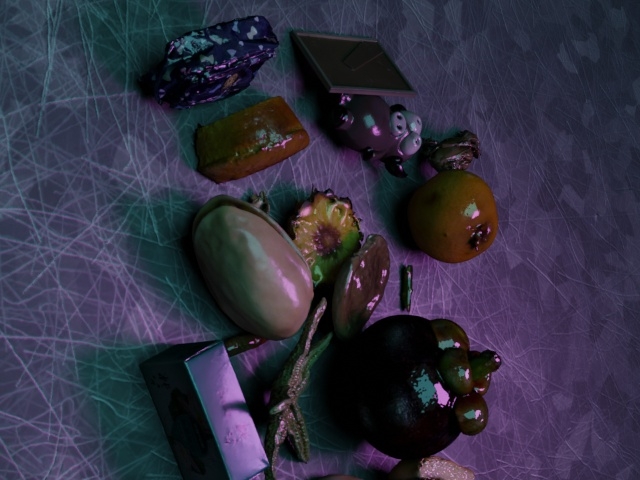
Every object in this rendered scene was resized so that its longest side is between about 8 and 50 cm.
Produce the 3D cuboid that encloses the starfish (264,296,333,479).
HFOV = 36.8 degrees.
[{"bbox_3d":[-0.049,0.298,1.805,0.358,0.078,0.347,-60,154,-57],"label":"starfish"}]

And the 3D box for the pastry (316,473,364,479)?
[{"bbox_3d":[0.042,0.582,1.861,0.265,0.133,0.265,3,85,-41],"label":"pastry"}]

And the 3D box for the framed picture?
[{"bbox_3d":[0.072,-0.374,2.043,0.250,0.016,0.184,-5,52,-41],"label":"framed picture"}]

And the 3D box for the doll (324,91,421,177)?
[{"bbox_3d":[0.120,-0.244,2.060,0.257,0.117,0.182,21,62,-33],"label":"doll"}]

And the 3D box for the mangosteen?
[{"bbox_3d":[0.194,0.284,1.921,0.300,0.300,0.300,7,79,-39],"label":"mangosteen"}]

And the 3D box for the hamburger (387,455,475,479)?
[{"bbox_3d":[0.241,0.545,1.994,0.245,0.282,0.155,10,63,0],"label":"hamburger"}]

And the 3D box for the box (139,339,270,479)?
[{"bbox_3d":[-0.203,0.305,1.682,0.092,0.153,0.245,-27,99,-39],"label":"box"}]

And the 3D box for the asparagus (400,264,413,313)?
[{"bbox_3d":[0.192,0.108,2.127,0.025,0.021,0.108,10,78,-34],"label":"asparagus"}]

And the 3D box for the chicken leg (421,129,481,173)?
[{"bbox_3d":[0.317,-0.212,2.218,0.196,0.125,0.080,-23,125,-38],"label":"chicken leg"}]

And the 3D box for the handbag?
[{"bbox_3d":[-0.198,-0.324,1.785,0.260,0.162,0.113,-27,87,-39],"label":"handbag"}]

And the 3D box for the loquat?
[{"bbox_3d":[0.292,-0.053,2.115,0.208,0.208,0.208,7,79,-39],"label":"loquat"}]

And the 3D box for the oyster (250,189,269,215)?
[{"bbox_3d":[-0.140,-0.055,1.878,0.083,0.038,0.080,-5,75,-15],"label":"oyster"}]

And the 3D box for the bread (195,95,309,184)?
[{"bbox_3d":[-0.111,-0.203,1.849,0.260,0.134,0.129,-28,100,-39],"label":"bread"}]

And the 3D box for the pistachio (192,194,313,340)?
[{"bbox_3d":[-0.126,0.056,1.777,0.187,0.187,0.299,-48,113,-34],"label":"pistachio"}]

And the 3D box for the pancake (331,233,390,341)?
[{"bbox_3d":[0.088,0.097,1.964,0.236,0.042,0.222,-20,119,-64],"label":"pancake"}]

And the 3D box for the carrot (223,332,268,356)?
[{"bbox_3d":[-0.127,0.189,1.842,0.165,0.036,0.035,-14,93,-43],"label":"carrot"}]

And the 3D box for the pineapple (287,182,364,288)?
[{"bbox_3d":[0.000,0.000,1.945,0.225,0.076,0.225,2,87,-43],"label":"pineapple"}]
